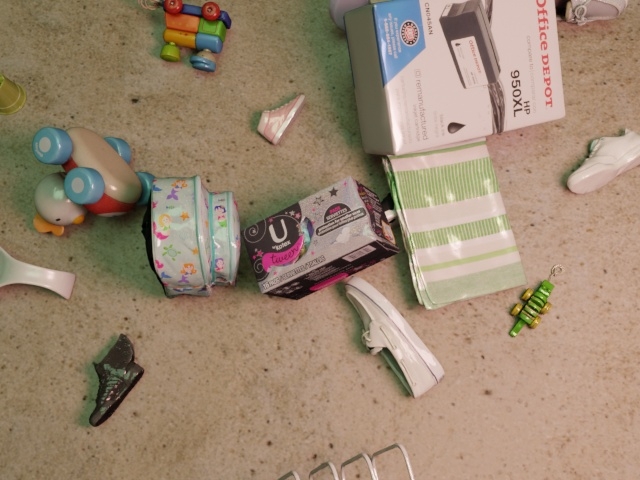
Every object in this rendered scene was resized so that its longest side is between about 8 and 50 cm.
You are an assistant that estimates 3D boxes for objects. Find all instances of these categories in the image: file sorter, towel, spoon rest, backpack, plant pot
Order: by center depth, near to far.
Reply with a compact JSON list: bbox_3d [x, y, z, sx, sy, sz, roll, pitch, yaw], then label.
[{"bbox_3d":[0.018,0.474,1.152,0.278,0.193,0.173,-9,68,-19],"label":"file sorter"},{"bbox_3d":[-0.250,-0.009,1.305,0.191,0.253,0.225,-5,72,-1],"label":"backpack"},{"bbox_3d":[0.275,-0.040,1.369,0.248,0.038,0.324,-13,83,-16],"label":"towel"},{"bbox_3d":[-0.653,0.065,1.377,0.277,0.084,0.137,8,73,2],"label":"spoon rest"},{"bbox_3d":[-0.717,-0.337,1.504,0.083,0.079,0.083,0,73,2],"label":"plant pot"}]

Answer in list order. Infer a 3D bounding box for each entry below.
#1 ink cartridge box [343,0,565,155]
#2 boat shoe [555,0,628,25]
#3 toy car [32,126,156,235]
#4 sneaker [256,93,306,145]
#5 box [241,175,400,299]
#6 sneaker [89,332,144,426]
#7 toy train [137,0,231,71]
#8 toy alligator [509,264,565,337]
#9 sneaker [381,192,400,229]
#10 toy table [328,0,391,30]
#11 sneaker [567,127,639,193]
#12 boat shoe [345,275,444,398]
[{"bbox_3d":[0.273,-0.350,1.354,0.395,0.166,0.285,-14,105,-17],"label":"ink cartridge box"},{"bbox_3d":[0.530,-0.541,1.537,0.321,0.118,0.103,12,79,9],"label":"boat shoe"},{"bbox_3d":[-0.504,-0.090,1.392,0.238,0.219,0.210,-46,76,18],"label":"toy car"},{"bbox_3d":[-0.091,-0.283,1.493,0.070,0.051,0.134,33,80,5],"label":"sneaker"},{"bbox_3d":[0.000,0.000,1.307,0.247,0.163,0.142,-27,71,17],"label":"box"},{"bbox_3d":[-0.417,0.274,1.327,0.089,0.051,0.170,35,72,11],"label":"sneaker"},{"bbox_3d":[-0.340,-0.476,1.540,0.248,0.105,0.143,11,86,4],"label":"toy train"},{"bbox_3d":[0.444,0.116,1.361,0.056,0.051,0.189,37,77,11],"label":"toy alligator"},{"bbox_3d":[0.161,-0.102,1.426,0.217,0.079,0.121,-24,71,-15],"label":"sneaker"},{"bbox_3d":[0.177,-0.523,1.484,0.274,0.252,0.161,-37,59,2],"label":"toy table"},{"bbox_3d":[0.604,-0.176,1.448,0.212,0.080,0.094,-25,62,-14],"label":"sneaker"},{"bbox_3d":[0.126,0.191,1.325,0.088,0.096,0.267,-38,84,-15],"label":"boat shoe"}]
